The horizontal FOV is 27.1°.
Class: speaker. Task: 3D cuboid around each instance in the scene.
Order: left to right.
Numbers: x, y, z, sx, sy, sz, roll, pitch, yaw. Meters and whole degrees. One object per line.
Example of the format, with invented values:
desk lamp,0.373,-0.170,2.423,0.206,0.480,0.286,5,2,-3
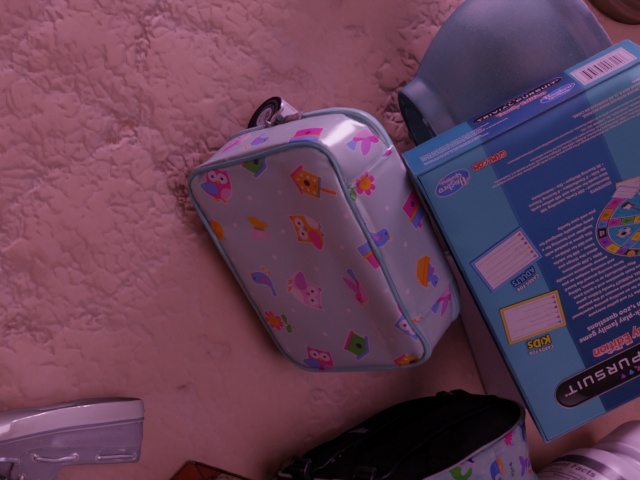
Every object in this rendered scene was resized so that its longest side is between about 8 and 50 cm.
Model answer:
speaker,-0.012,-0.097,1.435,0.136,0.055,0.055,36,72,-30

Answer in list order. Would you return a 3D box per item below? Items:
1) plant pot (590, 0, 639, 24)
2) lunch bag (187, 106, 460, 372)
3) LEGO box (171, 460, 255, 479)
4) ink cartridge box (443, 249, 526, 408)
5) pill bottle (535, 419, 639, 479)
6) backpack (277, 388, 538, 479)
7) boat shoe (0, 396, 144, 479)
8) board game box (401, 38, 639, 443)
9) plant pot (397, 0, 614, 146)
plant pot,0.434,-0.399,1.691,0.237,0.109,0.237,-2,93,-35
lunch bag,0.000,0.000,1.350,0.108,0.224,0.279,-45,116,-41
LEGO box,-0.062,0.536,1.337,0.372,0.193,0.500,-47,115,-24
ink cartridge box,0.309,0.048,1.613,0.289,0.121,0.211,-29,107,-30
pill bottle,0.296,0.375,1.566,0.361,0.204,0.204,-29,107,-29
backpack,0.112,0.265,1.430,0.253,0.225,0.191,-31,109,-42
boat shoe,-0.267,0.200,1.258,0.227,0.079,0.081,-5,90,-37
board game box,0.268,0.006,1.345,0.253,0.079,0.336,-26,112,3
plant pot,0.208,-0.136,1.469,0.196,0.293,0.293,-30,109,-4
